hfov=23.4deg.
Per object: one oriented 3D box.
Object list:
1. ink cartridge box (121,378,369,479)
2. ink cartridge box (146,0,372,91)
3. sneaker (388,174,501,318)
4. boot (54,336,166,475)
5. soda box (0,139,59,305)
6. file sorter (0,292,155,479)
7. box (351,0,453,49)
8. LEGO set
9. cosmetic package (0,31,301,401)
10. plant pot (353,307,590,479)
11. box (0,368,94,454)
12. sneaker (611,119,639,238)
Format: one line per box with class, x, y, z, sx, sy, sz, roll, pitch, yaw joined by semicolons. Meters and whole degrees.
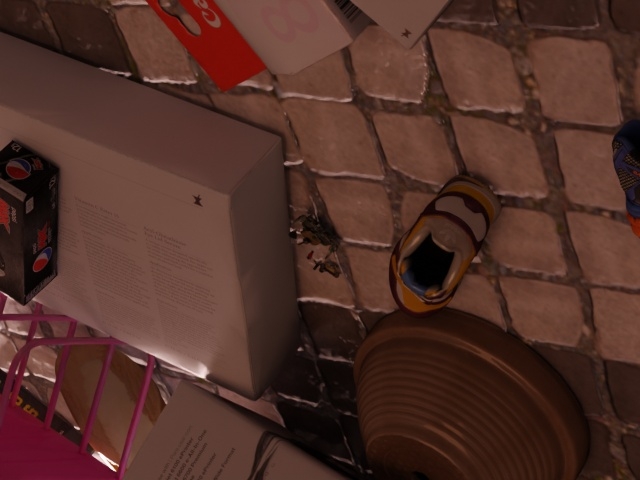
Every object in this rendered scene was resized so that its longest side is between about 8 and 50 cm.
ink cartridge box;-0.009;0.279;1.522;0.307;0.129;0.223;28;176;32
ink cartridge box;-0.085;-0.208;1.239;0.232;0.066;0.189;-23;112;47
sneaker;0.087;0.022;1.306;0.070;0.084;0.185;33;144;9
boot;-0.216;0.259;1.832;0.295;0.104;0.211;48;157;6
soda box;-0.288;-0.014;1.470;0.060;0.053;0.169;31;143;13
file sorter;-0.346;0.138;1.659;0.291;0.202;0.182;25;102;40
box;0.064;-0.211;1.069;0.101;0.087;0.102;40;145;-1
LEGO set;-0.002;0.000;1.422;0.054;0.023;0.083;29;157;18
cosmetic package;-0.205;-0.030;1.503;0.377;0.097;0.284;22;143;23
plant pot;0.120;0.183;1.433;0.237;0.109;0.237;23;141;20
box;-0.424;0.292;1.935;0.183;0.231;0.056;39;148;2
sneaker;0.281;-0.063;1.046;0.221;0.083;0.087;-21;106;47
